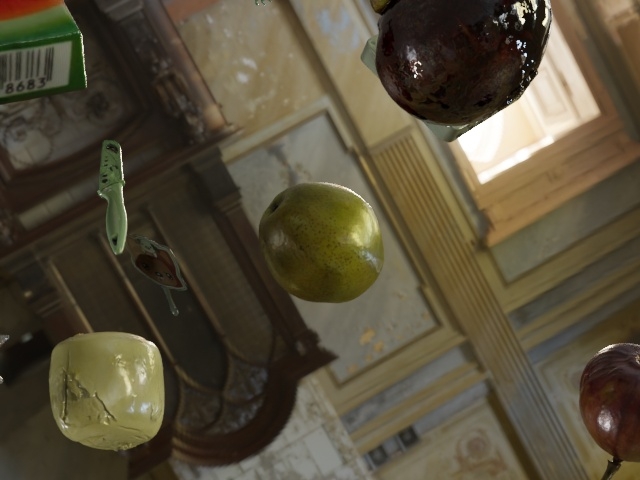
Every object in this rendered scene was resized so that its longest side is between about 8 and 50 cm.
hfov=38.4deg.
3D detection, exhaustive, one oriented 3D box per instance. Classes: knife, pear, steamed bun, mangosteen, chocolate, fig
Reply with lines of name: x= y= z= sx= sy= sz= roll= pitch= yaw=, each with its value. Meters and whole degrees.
knife: x=-0.319 y=-0.072 z=1.404 sx=0.043 sy=0.020 sz=0.293 roll=-11 pitch=-139 yaw=-4
pear: x=0.000 y=0.000 z=2.040 sx=0.294 sy=0.294 sz=0.294 roll=-28 pitch=-173 yaw=4
steamed bun: x=-0.420 y=0.310 z=1.905 sx=0.166 sy=0.232 sz=0.273 roll=-27 pitch=148 yaw=29
mangosteen: x=0.209 y=-0.326 z=1.445 sx=0.297 sy=0.293 sz=0.297 roll=-61 pitch=170 yaw=-19
chocolate: x=-0.660 y=-0.418 z=1.722 sx=0.360 sy=0.341 sz=0.161 roll=-18 pitch=156 yaw=-34
fig: x=0.533 y=0.310 z=1.578 sx=0.186 sy=0.250 sz=0.204 roll=-3 pitch=-154 yaw=-1

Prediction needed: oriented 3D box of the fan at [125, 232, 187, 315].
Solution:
fan: x=-0.293 y=0.067 z=1.682 sx=0.132 sy=0.220 sz=0.009 roll=20 pitch=-126 yaw=28

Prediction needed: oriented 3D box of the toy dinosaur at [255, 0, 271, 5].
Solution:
toy dinosaur: x=-0.157 y=-0.606 z=2.252 sx=0.021 sy=0.083 sz=0.062 roll=-56 pitch=-177 yaw=-20

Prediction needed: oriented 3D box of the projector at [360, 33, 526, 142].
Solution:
projector: x=0.252 y=-0.343 z=1.817 sx=0.257 sy=0.259 sz=0.079 roll=-33 pitch=163 yaw=-33

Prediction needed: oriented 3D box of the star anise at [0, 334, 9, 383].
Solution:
star anise: x=-0.651 y=0.217 z=1.592 sx=0.230 sy=0.262 sz=0.081 roll=-15 pitch=-159 yaw=-15
